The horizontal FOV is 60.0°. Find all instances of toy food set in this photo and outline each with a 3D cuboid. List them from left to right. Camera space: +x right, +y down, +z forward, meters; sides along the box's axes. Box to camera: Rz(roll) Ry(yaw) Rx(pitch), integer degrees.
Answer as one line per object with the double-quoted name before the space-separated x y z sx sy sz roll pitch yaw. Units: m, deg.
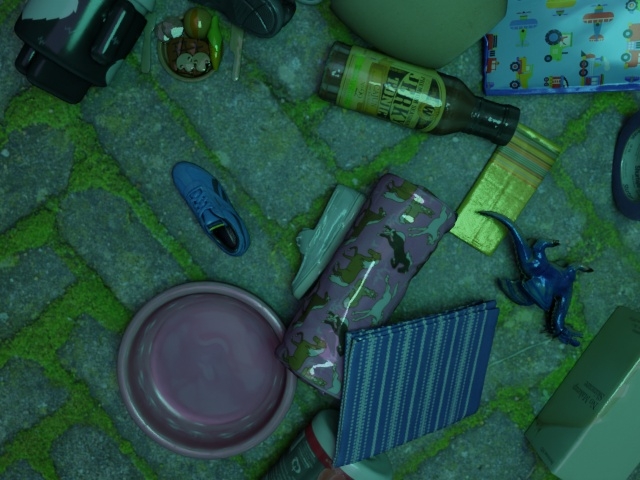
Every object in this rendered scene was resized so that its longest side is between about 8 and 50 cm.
"toy food set" -0.239 -0.356 1.008 0.192 0.038 0.132 4 95 2

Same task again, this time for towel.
"towel" 0.168 0.233 0.944 0.336 0.040 0.243 -7 111 -33
"towel" 0.335 -0.094 1.021 0.102 0.021 0.237 32 96 3

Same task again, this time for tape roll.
"tape roll" 0.570 -0.125 0.923 0.080 0.189 0.189 2 95 1

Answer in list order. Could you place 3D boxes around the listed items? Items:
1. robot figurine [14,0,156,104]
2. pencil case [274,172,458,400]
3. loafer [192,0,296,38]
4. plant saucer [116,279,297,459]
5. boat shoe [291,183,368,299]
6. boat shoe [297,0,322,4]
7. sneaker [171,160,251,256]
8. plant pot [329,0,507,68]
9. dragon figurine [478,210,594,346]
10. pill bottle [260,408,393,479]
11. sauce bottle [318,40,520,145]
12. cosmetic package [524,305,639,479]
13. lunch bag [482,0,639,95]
"robot figurine" -0.403 -0.379 0.944 0.209 0.173 0.278 34 96 -3
"pencil case" 0.075 0.079 0.939 0.167 0.160 0.386 36 82 -27
"loafer" -0.178 -0.471 0.981 0.302 0.095 0.109 36 137 0
"plant saucer" -0.205 0.235 1.038 0.332 0.084 0.332 0 95 3
"boat shoe" 0.000 -0.001 1.018 0.081 0.079 0.227 33 91 8
"boat shoe" -0.073 -0.515 0.968 0.080 0.076 0.228 -38 93 5
"sneaker" -0.202 -0.060 1.013 0.069 0.082 0.209 -37 91 7
"plant pot" 0.182 -0.389 0.877 0.284 0.284 0.191 -39 99 5
"dragon figurine" 0.379 0.072 0.985 0.289 0.085 0.144 36 84 -14
"pill bottle" -0.031 0.481 1.007 0.176 0.176 0.318 39 96 -2
"sauce bottle" 0.172 -0.250 0.966 0.344 0.111 0.111 16 96 1
"cosmetic package" 0.515 0.283 0.978 0.113 0.160 0.309 35 94 0
"lunch bag" 0.405 -0.363 0.935 0.293 0.138 0.221 1 108 11
